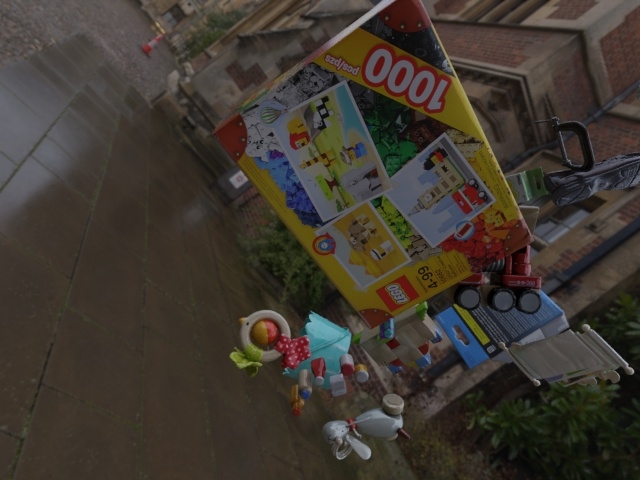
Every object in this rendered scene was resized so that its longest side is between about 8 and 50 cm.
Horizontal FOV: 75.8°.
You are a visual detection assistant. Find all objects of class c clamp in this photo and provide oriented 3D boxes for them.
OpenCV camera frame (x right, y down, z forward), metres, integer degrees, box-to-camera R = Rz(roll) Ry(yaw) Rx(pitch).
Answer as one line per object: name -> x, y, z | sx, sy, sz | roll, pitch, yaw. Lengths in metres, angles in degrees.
c clamp -> 0.637, -0.248, 1.060 | 0.160, 0.022, 0.137 | 63, -12, -12

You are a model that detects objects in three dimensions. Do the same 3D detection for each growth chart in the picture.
growth chart -> 0.577, 0.285, 0.980 | 0.172, 0.237, 0.021 | 51, 44, -5

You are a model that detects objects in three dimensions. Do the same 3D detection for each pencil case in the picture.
pencil case -> 0.257, 0.310, 1.616 | 0.065, 0.070, 0.151 | 10, -69, 41

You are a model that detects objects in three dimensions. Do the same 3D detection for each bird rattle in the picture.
bird rattle -> -0.163, 0.323, 1.311 | 0.143, 0.254, 0.206 | 115, -38, -74

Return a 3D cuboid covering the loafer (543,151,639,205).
loafer -> 0.755, -0.185, 1.096 | 0.109, 0.303, 0.095 | 67, 7, -58

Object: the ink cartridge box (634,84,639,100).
ink cartridge box -> 0.852, -0.317, 0.938 | 0.180, 0.045, 0.145 | 12, 14, -14

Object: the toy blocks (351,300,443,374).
toy blocks -> 0.362, 0.439, 1.753 | 0.260, 0.382, 0.190 | 49, 23, -11

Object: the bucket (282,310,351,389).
bucket -> -0.010, 0.429, 1.599 | 0.183, 0.280, 0.281 | 24, 4, -1

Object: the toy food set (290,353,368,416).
toy food set -> 0.020, 0.400, 1.148 | 0.104, 0.233, 0.111 | -97, 172, -72

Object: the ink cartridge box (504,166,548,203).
ink cartridge box -> 0.730, -0.194, 1.560 | 0.062, 0.210, 0.108 | -22, 97, -48

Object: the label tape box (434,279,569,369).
label tape box -> 0.600, 0.272, 1.391 | 0.106, 0.334, 0.240 | 46, 12, -39

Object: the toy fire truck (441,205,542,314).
toy fire truck -> 0.417, 0.043, 0.979 | 0.158, 0.217, 0.245 | -149, -117, -89

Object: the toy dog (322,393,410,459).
toy dog -> 0.190, 0.704, 1.509 | 0.161, 0.334, 0.219 | 33, -36, 60

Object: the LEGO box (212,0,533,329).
LEGO box -> 0.110, -0.126, 0.794 | 0.500, 0.373, 0.193 | 52, 14, -25
